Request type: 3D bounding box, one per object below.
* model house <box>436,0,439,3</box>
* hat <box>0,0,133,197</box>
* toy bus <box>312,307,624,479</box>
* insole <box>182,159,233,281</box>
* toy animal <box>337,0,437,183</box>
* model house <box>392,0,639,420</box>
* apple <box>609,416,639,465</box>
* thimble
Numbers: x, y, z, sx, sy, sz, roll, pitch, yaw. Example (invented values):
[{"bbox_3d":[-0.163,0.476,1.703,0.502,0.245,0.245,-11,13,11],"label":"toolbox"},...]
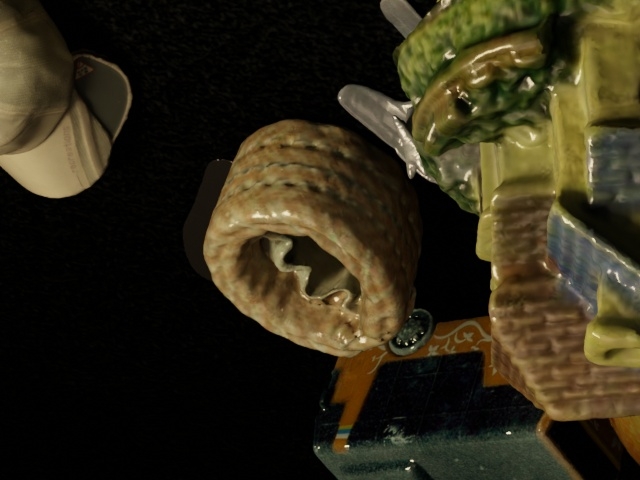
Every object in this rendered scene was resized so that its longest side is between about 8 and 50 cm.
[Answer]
[{"bbox_3d":[0.172,-0.236,1.124,0.193,0.174,0.234,-8,130,31],"label":"model house"},{"bbox_3d":[-0.327,-0.137,1.540,0.232,0.161,0.275,7,146,26],"label":"hat"},{"bbox_3d":[0.164,0.185,1.668,0.323,0.194,0.162,-11,134,37],"label":"toy bus"},{"bbox_3d":[-0.112,-0.019,1.708,0.080,0.003,0.232,19,144,3],"label":"insole"},{"bbox_3d":[0.133,-0.111,1.401,0.239,0.176,0.255,-18,95,38],"label":"toy animal"},{"bbox_3d":[0.192,-0.015,1.141,0.261,0.266,0.321,-4,158,4],"label":"model house"},{"bbox_3d":[0.392,0.105,1.372,0.319,0.277,0.319,13,145,9],"label":"apple"},{"bbox_3d":[0.001,-0.004,1.551,0.229,0.148,0.196,36,140,-23],"label":"thimble"}]
